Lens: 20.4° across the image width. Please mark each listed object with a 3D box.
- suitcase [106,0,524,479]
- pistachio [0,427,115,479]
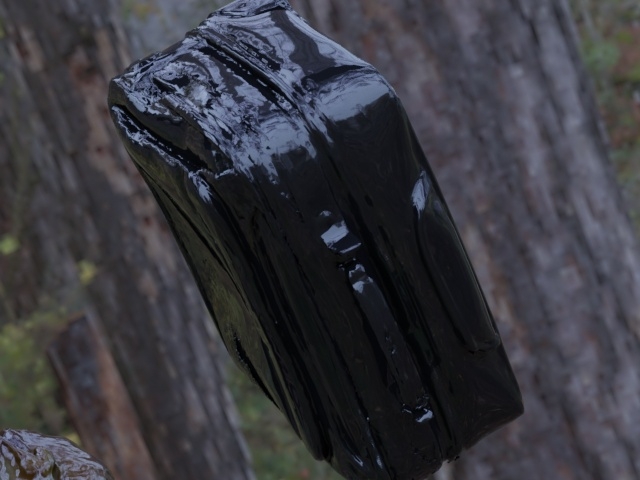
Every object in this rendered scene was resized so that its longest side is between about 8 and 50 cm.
[{"bbox_3d":[0.000,0.000,1.383,0.188,0.345,0.339,-29,29,-12],"label":"suitcase"},{"bbox_3d":[-0.267,0.242,1.666,0.130,0.165,0.210,-30,11,-26],"label":"pistachio"}]
